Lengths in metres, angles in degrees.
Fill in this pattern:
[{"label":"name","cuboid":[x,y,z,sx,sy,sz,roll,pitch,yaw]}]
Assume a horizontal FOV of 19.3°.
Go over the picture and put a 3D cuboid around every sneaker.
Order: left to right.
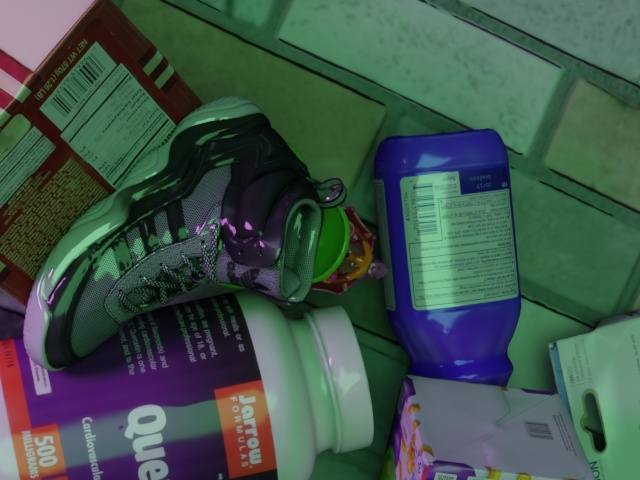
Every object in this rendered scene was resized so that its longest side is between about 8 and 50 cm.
[{"label":"sneaker","cuboid":[-0.101,0.018,1.455,0.153,0.101,0.268,36,78,28]}]

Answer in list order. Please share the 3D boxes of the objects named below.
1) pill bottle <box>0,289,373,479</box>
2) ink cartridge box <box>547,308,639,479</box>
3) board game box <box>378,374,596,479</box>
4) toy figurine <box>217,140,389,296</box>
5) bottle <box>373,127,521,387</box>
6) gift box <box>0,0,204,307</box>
[{"label":"pill bottle","cuboid":[-0.127,0.146,1.560,0.323,0.181,0.181,-12,94,-9]},{"label":"ink cartridge box","cuboid":[0.367,0.128,1.705,0.333,0.065,0.165,-12,94,-11]},{"label":"board game box","cuboid":[0.116,0.272,1.577,0.142,0.144,0.275,7,114,-10]},{"label":"toy figurine","cuboid":[0.000,0.000,1.585,0.159,0.173,0.130,22,90,-52]},{"label":"bottle","cuboid":[0.116,0.046,1.644,0.118,0.092,0.283,-7,93,-15]},{"label":"gift box","cuboid":[-0.274,-0.137,1.458,0.258,0.276,0.255,36,79,29]}]
